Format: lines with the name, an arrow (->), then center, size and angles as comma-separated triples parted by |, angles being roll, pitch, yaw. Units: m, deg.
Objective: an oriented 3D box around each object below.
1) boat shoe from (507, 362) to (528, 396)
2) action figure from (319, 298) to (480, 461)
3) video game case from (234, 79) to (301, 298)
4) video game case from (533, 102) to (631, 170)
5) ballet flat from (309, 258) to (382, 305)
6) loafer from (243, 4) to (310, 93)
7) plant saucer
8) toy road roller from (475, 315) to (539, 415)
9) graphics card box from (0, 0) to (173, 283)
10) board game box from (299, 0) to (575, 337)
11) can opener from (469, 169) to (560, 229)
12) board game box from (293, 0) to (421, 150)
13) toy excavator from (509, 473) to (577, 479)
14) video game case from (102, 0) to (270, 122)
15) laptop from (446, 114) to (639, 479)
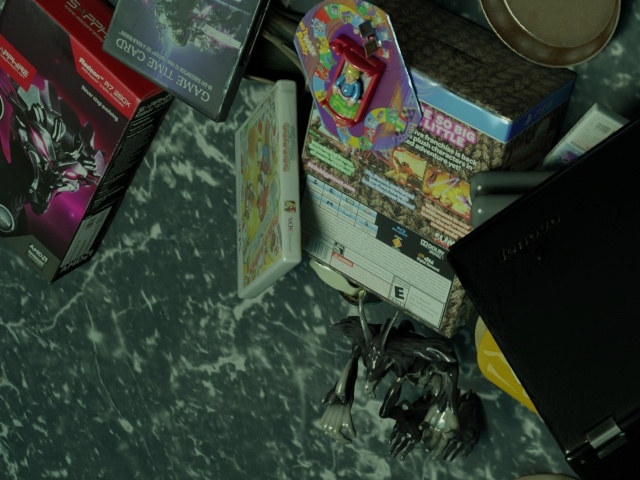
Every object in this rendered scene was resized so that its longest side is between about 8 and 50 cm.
boat shoe -> 0.207, 0.114, 1.868 | 0.056, 0.048, 0.153 | -29, 85, 31
action figure -> 0.094, 0.178, 2.139 | 0.164, 0.141, 0.276 | 8, 155, 28
video game case -> -0.062, -0.054, 2.150 | 0.227, 0.026, 0.206 | 142, 128, -70
video game case -> 0.309, -0.060, 1.943 | 0.157, 0.019, 0.143 | 27, 135, -13
ballet flat -> 0.000, 0.000, 2.235 | 0.203, 0.074, 0.074 | 49, 134, 7
loafer -> -0.089, -0.231, 2.166 | 0.267, 0.084, 0.096 | 20, 125, 29
plant saucer -> 0.238, -0.261, 1.928 | 0.168, 0.029, 0.168 | 19, 124, 31
toy road roller -> 0.349, 0.094, 1.930 | 0.329, 0.202, 0.241 | 32, 115, 20
graphics card box -> -0.341, -0.146, 2.411 | 0.233, 0.094, 0.371 | 43, 134, 11
board game box -> 0.113, -0.085, 2.046 | 0.232, 0.141, 0.291 | 30, 129, 22
can opener -> 0.289, -0.024, 1.890 | 0.280, 0.074, 0.093 | 3, 130, -1
board game box -> 0.028, -0.166, 1.947 | 0.133, 0.033, 0.169 | -7, 108, 41
toy excavator -> 0.388, 0.382, 2.006 | 0.445, 0.433, 0.222 | -3, 115, 9
video game case -> -0.137, -0.300, 2.140 | 0.196, 0.026, 0.274 | 33, 114, 29
laptop -> 0.399, 0.095, 1.786 | 0.382, 0.236, 0.408 | -35, 108, 9
